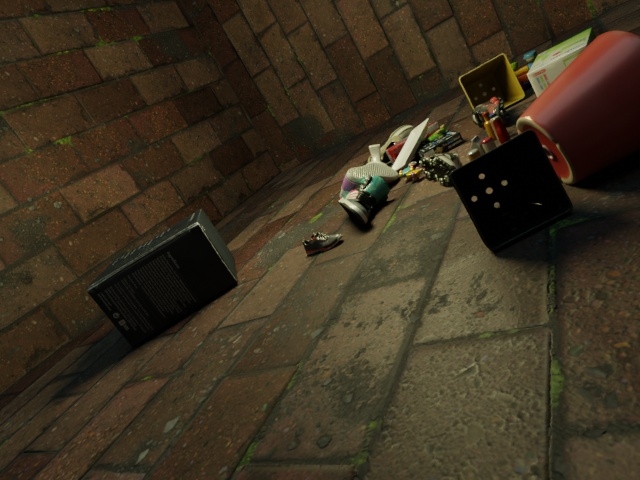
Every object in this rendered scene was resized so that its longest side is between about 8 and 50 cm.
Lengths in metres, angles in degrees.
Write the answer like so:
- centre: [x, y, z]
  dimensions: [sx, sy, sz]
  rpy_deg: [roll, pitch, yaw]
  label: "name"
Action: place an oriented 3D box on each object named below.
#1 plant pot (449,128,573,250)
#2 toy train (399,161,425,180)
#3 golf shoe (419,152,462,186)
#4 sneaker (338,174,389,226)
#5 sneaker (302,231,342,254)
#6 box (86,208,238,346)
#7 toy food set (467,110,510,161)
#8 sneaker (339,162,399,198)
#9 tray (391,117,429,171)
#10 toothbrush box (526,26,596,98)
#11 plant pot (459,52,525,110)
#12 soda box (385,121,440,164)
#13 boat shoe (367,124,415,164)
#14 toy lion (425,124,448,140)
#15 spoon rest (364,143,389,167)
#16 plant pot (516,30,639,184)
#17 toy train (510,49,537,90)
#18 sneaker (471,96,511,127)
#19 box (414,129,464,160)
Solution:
- centre: [0.396, -0.109, 1.014]
  dimensions: [0.188, 0.187, 0.167]
  rpy_deg: [-29, 3, 7]
  label: "plant pot"
- centre: [0.380, -0.266, 1.758]
  dimensions: [0.125, 0.046, 0.166]
  rpy_deg: [-34, 19, -17]
  label: "toy train"
- centre: [0.426, -0.259, 1.548]
  dimensions: [0.120, 0.105, 0.273]
  rpy_deg: [-23, 17, 3]
  label: "golf shoe"
- centre: [0.171, -0.150, 1.650]
  dimensions: [0.178, 0.124, 0.295]
  rpy_deg: [-39, 14, 4]
  label: "sneaker"
- centre: [0.000, 0.000, 1.583]
  dimensions: [0.158, 0.065, 0.061]
  rpy_deg: [-22, 18, 29]
  label: "sneaker"
- centre: [-0.629, 0.126, 1.917]
  dimensions: [0.472, 0.297, 0.480]
  rpy_deg: [-33, 15, -5]
  label: "box"
- centre: [0.580, -0.370, 1.590]
  dimensions: [0.232, 0.104, 0.111]
  rpy_deg: [-41, 19, -34]
  label: "toy food set"
- centre: [0.190, -0.224, 1.870]
  dimensions: [0.282, 0.102, 0.161]
  rpy_deg: [-11, -43, -35]
  label: "sneaker"
- centre: [0.393, -0.402, 1.999]
  dimensions: [0.270, 0.030, 0.145]
  rpy_deg: [-60, 13, -19]
  label: "tray"
- centre: [0.915, -0.658, 1.704]
  dimensions: [0.206, 0.122, 0.283]
  rpy_deg: [-20, 21, 43]
  label: "toothbrush box"
- centre: [0.760, -0.679, 2.070]
  dimensions: [0.212, 0.212, 0.187]
  rpy_deg: [-27, 3, 14]
  label: "plant pot"
- centre: [0.442, -0.455, 2.147]
  dimensions: [0.263, 0.083, 0.092]
  rpy_deg: [-33, 15, -6]
  label: "soda box"
- centre: [0.371, -0.454, 2.247]
  dimensions: [0.302, 0.113, 0.103]
  rpy_deg: [-46, 22, -9]
  label: "boat shoe"
- centre: [0.492, -0.453, 1.962]
  dimensions: [0.096, 0.034, 0.100]
  rpy_deg: [-26, 15, 42]
  label: "toy lion"
- centre: [0.250, -0.339, 2.075]
  dimensions: [0.137, 0.084, 0.276]
  rpy_deg: [-7, 36, 15]
  label: "spoon rest"
- centre: [0.602, -0.273, 1.020]
  dimensions: [0.243, 0.275, 0.275]
  rpy_deg: [-39, 14, 10]
  label: "plant pot"
- centre: [0.911, -0.765, 2.135]
  dimensions: [0.248, 0.143, 0.105]
  rpy_deg: [-22, 17, 29]
  label: "toy train"
- centre: [0.681, -0.504, 1.839]
  dimensions: [0.135, 0.097, 0.276]
  rpy_deg: [-24, 15, 22]
  label: "sneaker"
- centre: [0.495, -0.410, 1.969]
  dimensions: [0.175, 0.051, 0.220]
  rpy_deg: [-29, 15, 6]
  label: "box"
